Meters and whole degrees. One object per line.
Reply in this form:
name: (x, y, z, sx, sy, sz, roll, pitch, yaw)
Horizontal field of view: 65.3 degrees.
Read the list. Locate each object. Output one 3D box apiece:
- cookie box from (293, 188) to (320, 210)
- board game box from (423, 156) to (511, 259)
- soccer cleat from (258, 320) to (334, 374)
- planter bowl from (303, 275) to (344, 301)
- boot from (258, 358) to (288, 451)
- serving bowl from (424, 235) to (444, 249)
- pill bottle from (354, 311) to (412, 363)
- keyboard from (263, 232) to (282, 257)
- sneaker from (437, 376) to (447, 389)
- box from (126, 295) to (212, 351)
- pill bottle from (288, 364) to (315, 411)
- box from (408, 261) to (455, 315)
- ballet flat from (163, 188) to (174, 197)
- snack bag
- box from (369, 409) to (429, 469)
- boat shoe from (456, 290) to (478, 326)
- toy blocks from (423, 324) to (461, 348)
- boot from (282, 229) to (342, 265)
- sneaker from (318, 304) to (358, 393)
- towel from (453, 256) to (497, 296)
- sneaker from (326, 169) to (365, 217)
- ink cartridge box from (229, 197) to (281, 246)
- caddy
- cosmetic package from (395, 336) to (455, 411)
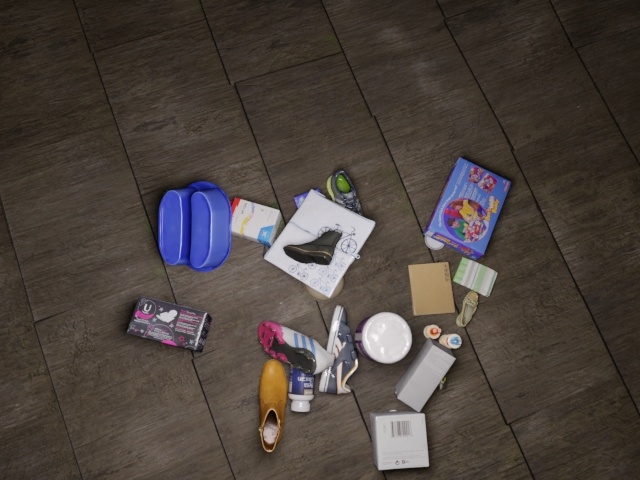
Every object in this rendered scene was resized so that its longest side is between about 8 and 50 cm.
cookie box: (-0.041, -0.143, 1.987, 0.107, 0.040, 0.091, -20, 80, -7)
board game box: (0.587, -0.131, 1.990, 0.234, 0.078, 0.346, 27, 72, 2)
soccer cleat: (-0.090, 0.386, 1.800, 0.331, 0.143, 0.115, 24, 105, 43)
planter bowl: (0.016, 0.149, 1.893, 0.162, 0.109, 0.161, 1, 79, -3)
boot: (-0.164, 0.567, 1.739, 0.104, 0.211, 0.294, 1, 78, -4)
serving bowl: (0.455, -0.002, 1.996, 0.084, 0.027, 0.083, 1, 77, -3)
pill bottle: (0.211, 0.346, 1.765, 0.170, 0.301, 0.169, 1, 79, -3)
keyboard: (-0.130, 0.026, 1.955, 0.180, 0.023, 0.108, 6, 84, -3)
sneaker: (0.461, 0.521, 1.886, 0.035, 0.031, 0.083, 8, 81, -16)
box: (-0.534, 0.302, 1.796, 0.248, 0.163, 0.142, 15, 74, -1)
pill bottle: (-0.068, 0.529, 1.812, 0.094, 0.094, 0.169, 4, 80, -3)
box: (0.434, 0.189, 1.957, 0.165, 0.021, 0.201, -4, 79, -5)
ballet flat: (-0.514, -0.147, 1.953, 0.207, 0.073, 0.067, 14, 105, 2)
snack bag: (0.000, 0.000, 1.866, 0.323, 0.037, 0.342, 30, 79, 25)
box: (0.279, 0.709, 1.785, 0.181, 0.119, 0.181, -2, 79, -4)
boat shoe: (0.575, 0.266, 1.936, 0.056, 0.048, 0.153, 31, 78, 3)
toy blocks: (0.458, 0.357, 1.857, 0.123, 0.148, 0.054, 31, 77, 3)
boot: (-0.024, 0.014, 1.820, 0.198, 0.076, 0.137, 12, 56, 26)
sneaker: (0.081, 0.404, 1.837, 0.128, 0.126, 0.320, 10, 88, 3)
towel: (0.614, 0.144, 1.982, 0.152, 0.023, 0.113, 24, 75, 4)
sneaker: (0.108, -0.140, 1.954, 0.111, 0.121, 0.299, -24, 81, -8)
ink cartridge box: (-0.281, -0.077, 1.926, 0.231, 0.078, 0.134, 16, 77, 8)
caddy: (-0.455, -0.048, 1.851, 0.242, 0.179, 0.340, 5, 97, 19)
cosmetic package: (0.375, 0.482, 1.807, 0.107, 0.127, 0.237, 30, 97, 2)
